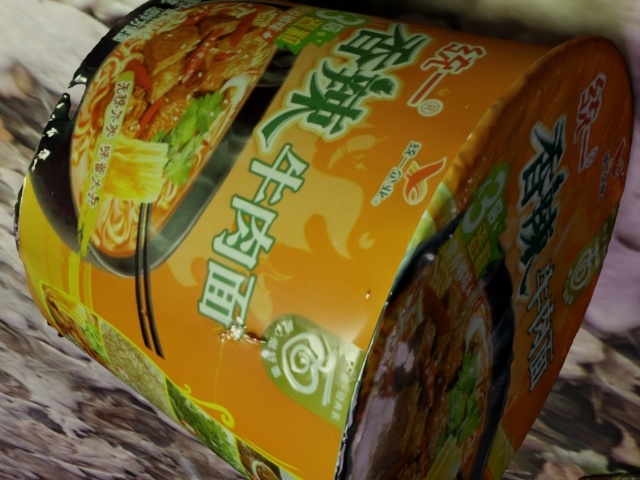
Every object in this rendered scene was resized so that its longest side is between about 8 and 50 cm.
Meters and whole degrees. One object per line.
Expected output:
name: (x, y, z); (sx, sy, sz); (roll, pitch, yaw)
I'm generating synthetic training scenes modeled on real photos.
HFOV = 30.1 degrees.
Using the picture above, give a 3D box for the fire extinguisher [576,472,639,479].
fire extinguisher: (0.227, 0.176, 0.806); (0.056, 0.039, 0.132); (2, 167, -32)

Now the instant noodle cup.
instant noodle cup: (0.000, 0.000, 0.499); (0.182, 0.230, 0.230); (25, 156, 25)
